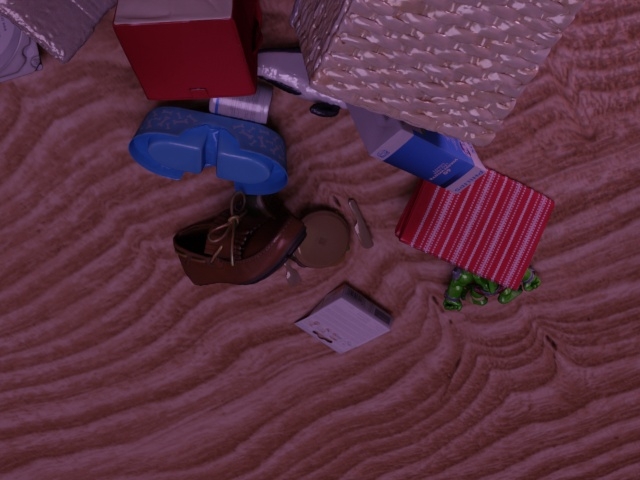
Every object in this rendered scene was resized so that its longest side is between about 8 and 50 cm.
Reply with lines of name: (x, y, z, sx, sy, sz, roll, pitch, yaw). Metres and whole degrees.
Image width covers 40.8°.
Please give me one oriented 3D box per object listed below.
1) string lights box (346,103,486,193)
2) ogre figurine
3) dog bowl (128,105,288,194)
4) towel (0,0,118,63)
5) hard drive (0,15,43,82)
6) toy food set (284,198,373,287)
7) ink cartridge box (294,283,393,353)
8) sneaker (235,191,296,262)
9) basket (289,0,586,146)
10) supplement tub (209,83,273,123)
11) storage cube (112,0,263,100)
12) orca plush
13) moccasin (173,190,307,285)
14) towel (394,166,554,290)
string lights box: (0.168, -0.181, 1.482, 0.077, 0.133, 0.260, -39, 145, 28)
ogre figurine: (0.347, 0.081, 1.762, 0.197, 0.096, 0.118, 1, 140, 18)
dog bowl: (-0.201, -0.169, 1.597, 0.298, 0.074, 0.166, 11, 155, -4)
towel: (-0.470, -0.443, 1.391, 0.282, 0.049, 0.187, 41, 79, -25)
hard drive: (-0.649, -0.347, 1.412, 0.339, 0.064, 0.236, -24, 131, -27)
toy food set: (0.000, 0.000, 1.738, 0.192, 0.038, 0.132, -26, 114, -9)
ink cartridge box: (0.051, 0.178, 1.909, 0.145, 0.045, 0.179, 35, 141, -21)
sneaker: (-0.101, -0.025, 1.746, 0.086, 0.064, 0.192, -10, 131, 30)
basket: (0.168, -0.356, 1.274, 0.332, 0.266, 0.328, 16, 126, -20)
supplement tub: (-0.144, -0.255, 1.560, 0.107, 0.071, 0.071, 13, 128, -3)
storage cube: (-0.208, -0.355, 1.375, 0.215, 0.183, 0.193, -1, 154, 6)
orca plush: (-0.025, -0.270, 1.518, 0.288, 0.151, 0.102, -5, 165, -9)
moccasin: (-0.166, -0.002, 1.655, 0.147, 0.139, 0.380, 52, 153, -20)
towel: (0.298, -0.041, 1.656, 0.275, 0.031, 0.198, 23, 91, -13)
